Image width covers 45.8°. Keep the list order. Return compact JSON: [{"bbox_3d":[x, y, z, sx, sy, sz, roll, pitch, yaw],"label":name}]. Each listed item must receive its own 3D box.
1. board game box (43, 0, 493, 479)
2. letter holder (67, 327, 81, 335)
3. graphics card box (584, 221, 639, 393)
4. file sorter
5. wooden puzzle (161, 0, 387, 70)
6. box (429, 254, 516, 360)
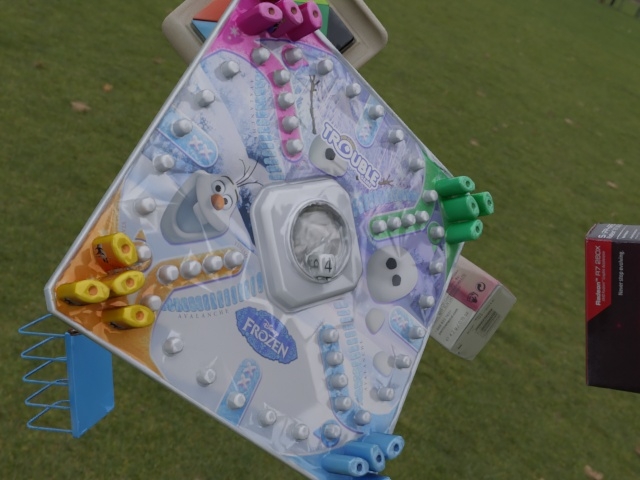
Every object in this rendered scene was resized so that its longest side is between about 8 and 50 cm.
[{"bbox_3d":[0.000,0.000,0.736,0.390,0.050,0.390,41,60,-29],"label":"board game box"},{"bbox_3d":[-0.158,0.022,0.928,0.214,0.152,0.302,-13,-6,15],"label":"letter holder"},{"bbox_3d":[0.547,0.104,1.010,0.370,0.233,0.094,5,18,31],"label":"graphics card box"},{"bbox_3d":[-0.411,0.211,1.224,0.104,0.170,0.118,2,11,13],"label":"file sorter"},{"bbox_3d":[-0.065,-0.278,1.015,0.221,0.238,0.044,51,9,-2],"label":"wooden puzzle"},{"bbox_3d":[0.167,0.065,1.183,0.232,0.127,0.148,38,4,28],"label":"box"}]
